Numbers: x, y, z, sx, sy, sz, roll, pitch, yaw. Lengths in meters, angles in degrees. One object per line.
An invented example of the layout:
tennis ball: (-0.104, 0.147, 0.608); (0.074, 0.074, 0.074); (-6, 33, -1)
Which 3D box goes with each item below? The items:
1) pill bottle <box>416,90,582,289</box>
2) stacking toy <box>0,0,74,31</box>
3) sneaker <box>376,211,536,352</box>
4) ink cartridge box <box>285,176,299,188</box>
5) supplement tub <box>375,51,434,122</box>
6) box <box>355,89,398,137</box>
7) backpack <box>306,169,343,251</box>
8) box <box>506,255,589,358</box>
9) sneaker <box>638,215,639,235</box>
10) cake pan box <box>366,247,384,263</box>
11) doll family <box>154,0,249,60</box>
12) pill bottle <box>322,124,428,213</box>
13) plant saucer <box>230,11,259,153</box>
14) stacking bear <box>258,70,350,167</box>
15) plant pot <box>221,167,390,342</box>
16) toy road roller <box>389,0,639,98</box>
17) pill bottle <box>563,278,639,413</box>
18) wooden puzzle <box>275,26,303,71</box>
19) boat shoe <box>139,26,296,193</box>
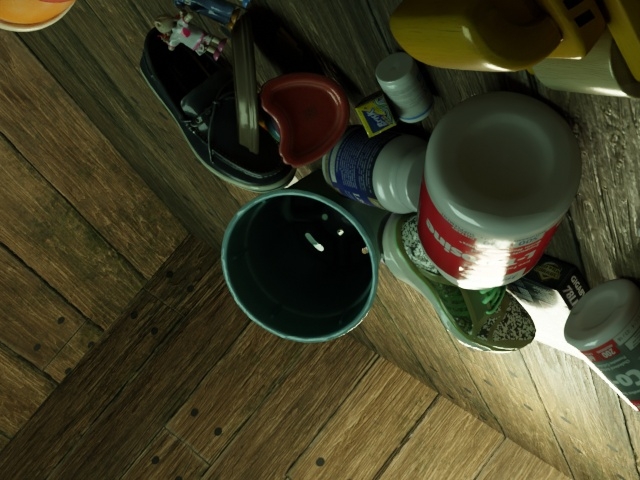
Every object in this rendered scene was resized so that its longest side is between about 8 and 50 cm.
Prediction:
pill bottle: (0.274, -0.056, 1.596); (0.229, 0.229, 0.407); (36, 167, 14)
stacking toy: (-0.481, -0.590, 1.872); (0.480, 0.350, 0.350); (6, 147, 41)
sneaker: (0.300, 0.080, 1.914); (0.410, 0.158, 0.182); (38, 147, -21)
ink cartridge box: (-0.132, -0.185, 2.657); (0.109, 0.063, 0.150); (26, 162, 45)
supplement tub: (0.143, -0.255, 1.642); (0.071, 0.071, 0.107); (29, 163, 40)
box: (0.101, -0.225, 1.709); (0.059, 0.054, 0.169); (63, -169, -9)
backpack: (-0.011, -0.066, 2.441); (0.166, 0.188, 0.144); (39, 167, 6)
box: (0.450, 0.121, 2.051); (0.295, 0.073, 0.293); (24, 160, 49)
sneaker: (0.501, -0.015, 1.367); (0.131, 0.112, 0.296); (33, 165, 28)
cake pan box: (0.228, 0.042, 2.416); (0.267, 0.070, 0.246); (39, 169, 3)
doll family: (-0.218, -0.457, 1.793); (0.163, 0.118, 0.263); (25, 145, -13)
pill bottle: (0.133, -0.135, 1.888); (0.153, 0.153, 0.265); (48, 165, -32)
plant saucer: (-0.150, -0.308, 1.934); (0.278, 0.041, 0.277); (175, 90, -84)
stacking bear: (-0.054, -0.263, 1.982); (0.289, 0.164, 0.175); (-145, 33, -72)
plant pot: (0.000, 0.000, 2.161); (0.341, 0.341, 0.334); (40, -154, 0)
toy road roller: (0.225, -0.246, 1.061); (0.329, 0.240, 0.202); (48, 165, -31)
pill bottle: (0.591, 0.216, 1.781); (0.283, 0.161, 0.161); (43, 167, -15)
wooden puzzle: (-0.060, -0.377, 1.925); (0.078, 0.014, 0.116); (44, 167, 1)
boat shoe: (-0.246, -0.305, 2.251); (0.500, 0.187, 0.156); (49, 165, 15)
